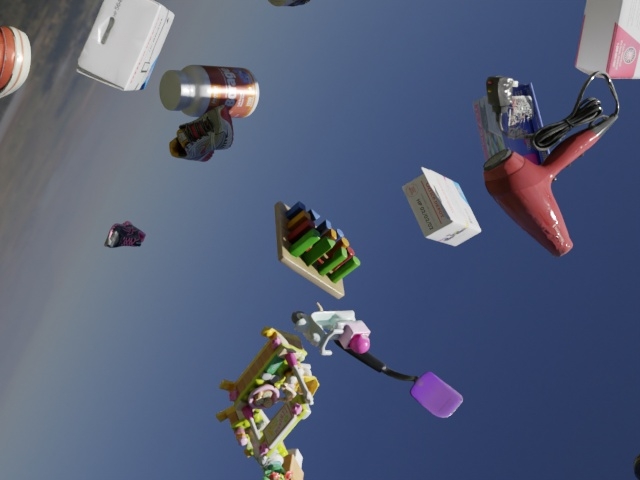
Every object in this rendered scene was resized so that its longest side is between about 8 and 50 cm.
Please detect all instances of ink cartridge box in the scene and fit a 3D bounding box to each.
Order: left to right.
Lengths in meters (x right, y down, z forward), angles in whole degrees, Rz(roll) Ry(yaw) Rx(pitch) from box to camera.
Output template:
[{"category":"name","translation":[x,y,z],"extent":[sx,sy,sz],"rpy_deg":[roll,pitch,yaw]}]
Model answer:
[{"category":"ink cartridge box","translation":[-0.311,-0.324,1.378],"extent":[0.203,0.086,0.148],"rpy_deg":[-108,-138,-78]},{"category":"ink cartridge box","translation":[0.206,-0.057,1.484],"extent":[0.062,0.181,0.104],"rpy_deg":[-31,-110,22]},{"category":"ink cartridge box","translation":[0.377,-0.207,1.695],"extent":[0.311,0.065,0.185],"rpy_deg":[-128,-156,-85]},{"category":"ink cartridge box","translation":[0.680,-0.434,1.713],"extent":[0.117,0.283,0.207],"rpy_deg":[-131,-138,-62]}]

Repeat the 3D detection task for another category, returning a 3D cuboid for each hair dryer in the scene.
[{"category":"hair dryer","translation":[0.364,-0.118,1.324],"extent":[0.080,0.224,0.293],"rpy_deg":[-121,-148,-81]}]

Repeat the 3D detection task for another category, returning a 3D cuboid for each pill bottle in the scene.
[{"category":"pill bottle","translation":[-0.261,-0.348,1.989],"extent":[0.121,0.216,0.121],"rpy_deg":[9,-78,46]}]

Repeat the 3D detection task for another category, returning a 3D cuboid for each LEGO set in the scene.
[{"category":"LEGO set","translation":[-0.038,0.206,0.918],"extent":[0.107,0.132,0.287],"rpy_deg":[-120,-141,-47]}]

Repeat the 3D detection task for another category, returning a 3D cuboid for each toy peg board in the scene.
[{"category":"toy peg board","translation":[0.000,0.000,1.616],"extent":[0.079,0.161,0.160],"rpy_deg":[-38,-145,25]}]

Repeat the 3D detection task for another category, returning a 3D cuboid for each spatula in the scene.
[{"category":"spatula","translation":[0.148,0.270,1.746],"extent":[0.084,0.296,0.030],"rpy_deg":[-39,144,-41]}]

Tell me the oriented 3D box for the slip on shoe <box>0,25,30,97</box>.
[{"category":"slip on shoe","translation":[-0.545,-0.227,1.244],"extent":[0.331,0.101,0.123],"rpy_deg":[-18,-104,42]}]

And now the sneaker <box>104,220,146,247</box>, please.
[{"category":"sneaker","translation":[-0.378,-0.005,1.658],"extent":[0.047,0.057,0.119],"rpy_deg":[-62,175,17]}]

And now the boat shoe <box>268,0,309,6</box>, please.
[{"category":"boat shoe","translation":[-0.014,-0.645,1.804],"extent":[0.116,0.097,0.324],"rpy_deg":[44,-56,26]}]

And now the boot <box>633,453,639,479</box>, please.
[{"category":"boot","translation":[0.490,0.180,1.044],"extent":[0.263,0.091,0.229],"rpy_deg":[-26,-154,17]}]

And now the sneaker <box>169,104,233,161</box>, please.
[{"category":"sneaker","translation":[-0.260,-0.227,1.862],"extent":[0.225,0.093,0.088],"rpy_deg":[-32,-112,52]}]
